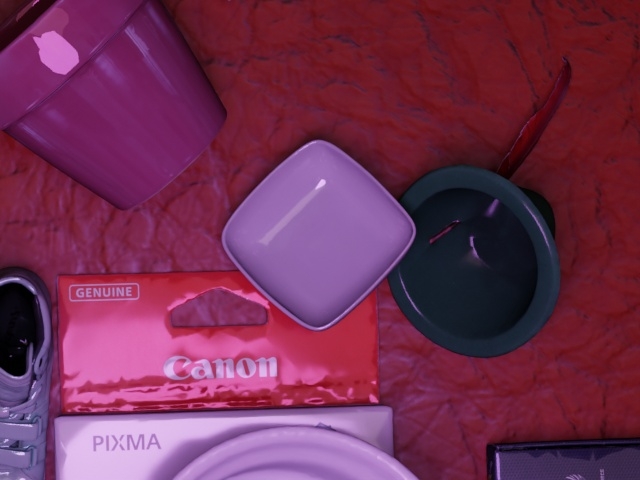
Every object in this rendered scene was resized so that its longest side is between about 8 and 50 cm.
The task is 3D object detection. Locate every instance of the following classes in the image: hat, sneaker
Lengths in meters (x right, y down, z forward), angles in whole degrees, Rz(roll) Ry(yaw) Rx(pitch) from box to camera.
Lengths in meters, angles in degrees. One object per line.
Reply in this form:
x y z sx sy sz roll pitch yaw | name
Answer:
0.182 -0.015 1.740 0.173 0.183 0.208 46 127 10 | hat
-0.277 0.148 1.624 0.094 0.151 0.256 4 87 -7 | sneaker

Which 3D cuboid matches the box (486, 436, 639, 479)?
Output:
0.244 0.293 1.710 0.183 0.059 0.233 -1 86 -4 | box

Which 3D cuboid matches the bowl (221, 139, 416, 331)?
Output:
0.000 0.000 1.695 0.142 0.053 0.142 -45 74 -4 | bowl

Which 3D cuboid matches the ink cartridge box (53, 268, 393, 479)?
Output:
-0.086 0.155 1.685 0.296 0.066 0.261 -2 88 -6 | ink cartridge box

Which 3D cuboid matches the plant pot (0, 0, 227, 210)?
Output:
-0.186 -0.133 1.642 0.201 0.201 0.180 -45 107 -6 | plant pot

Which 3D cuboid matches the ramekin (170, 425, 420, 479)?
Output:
-0.030 0.295 1.565 0.277 0.135 0.277 2 79 -11 | ramekin
